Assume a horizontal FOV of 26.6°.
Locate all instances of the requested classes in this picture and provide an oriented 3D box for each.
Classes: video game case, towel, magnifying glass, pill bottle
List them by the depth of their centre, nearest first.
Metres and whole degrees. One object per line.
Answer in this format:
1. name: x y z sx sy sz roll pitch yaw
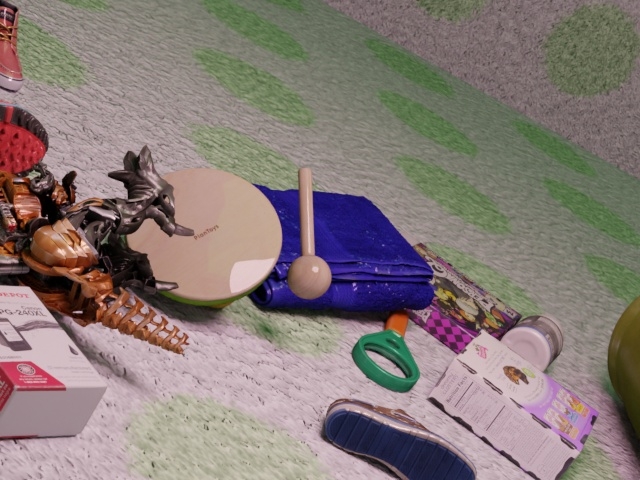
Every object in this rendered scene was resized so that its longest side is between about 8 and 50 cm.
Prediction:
1. magnifying glass: 0.093 0.138 1.790 0.092 0.026 0.231 31 21 -2
2. towel: 0.000 0.000 1.830 0.308 0.076 0.227 5 40 -42
3. pill bottle: 0.315 0.154 2.004 0.078 0.078 0.137 36 19 13
4. video game case: 0.175 0.081 2.023 0.232 0.042 0.210 37 21 13

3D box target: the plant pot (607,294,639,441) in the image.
1. plant pot: 0.586 0.212 1.939 0.366 0.366 0.353 26 8 -18

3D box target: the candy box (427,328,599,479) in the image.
1. candy box: 0.254 0.215 1.769 0.196 0.070 0.165 36 20 11

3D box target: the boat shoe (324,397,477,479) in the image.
1. boat shoe: 0.092 0.221 1.513 0.183 0.066 0.066 29 18 -9

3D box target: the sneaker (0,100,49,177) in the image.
1. sneaker: -0.435 -0.146 1.555 0.262 0.104 0.125 14 24 -43

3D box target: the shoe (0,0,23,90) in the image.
1. shoe: -0.453 -0.286 1.902 0.063 0.081 0.178 13 27 -43

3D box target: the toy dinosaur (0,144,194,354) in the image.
1. toy dinosaur: -0.261 0.018 1.423 0.218 0.164 0.322 -21 72 -49

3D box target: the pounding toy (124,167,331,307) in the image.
1. pounding toy: -0.117 0.015 1.616 0.237 0.110 0.183 -3 59 -14

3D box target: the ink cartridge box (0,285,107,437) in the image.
1. ink cartridge box: -0.282 0.106 1.224 0.109 0.063 0.150 6 32 -52
